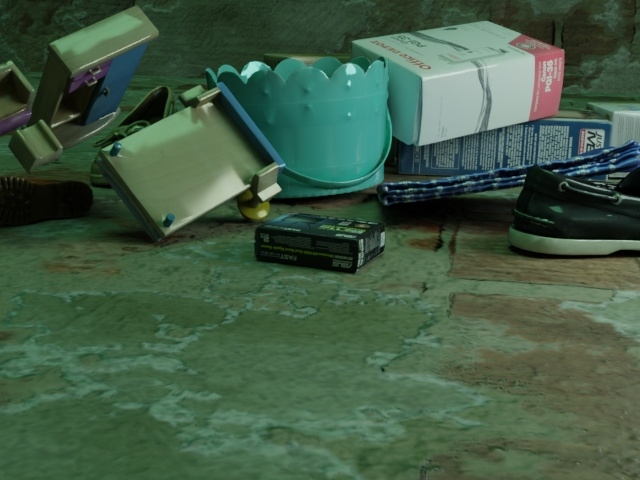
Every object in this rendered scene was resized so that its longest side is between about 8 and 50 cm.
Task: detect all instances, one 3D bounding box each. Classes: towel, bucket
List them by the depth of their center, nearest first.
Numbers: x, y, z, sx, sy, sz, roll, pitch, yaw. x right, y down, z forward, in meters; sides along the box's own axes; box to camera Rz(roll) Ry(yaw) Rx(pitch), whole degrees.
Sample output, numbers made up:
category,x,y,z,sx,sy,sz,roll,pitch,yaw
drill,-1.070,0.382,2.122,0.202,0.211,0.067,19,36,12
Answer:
category,x,y,z,sx,sy,sz,roll,pitch,yaw
towel,0.243,-0.093,1.309,0.336,0.040,0.243,-8,4,3
bucket,-0.027,-0.172,1.430,0.281,0.183,0.281,-4,14,1

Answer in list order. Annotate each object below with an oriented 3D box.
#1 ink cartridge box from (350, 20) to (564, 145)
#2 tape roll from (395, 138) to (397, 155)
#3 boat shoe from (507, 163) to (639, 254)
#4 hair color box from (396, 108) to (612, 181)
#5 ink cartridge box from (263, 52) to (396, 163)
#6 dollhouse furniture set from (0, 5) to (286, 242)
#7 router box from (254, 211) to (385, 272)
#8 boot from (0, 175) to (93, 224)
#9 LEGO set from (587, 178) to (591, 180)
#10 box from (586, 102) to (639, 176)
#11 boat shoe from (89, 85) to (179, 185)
category,x,y,z,sx,sy,sz,roll,pitch,yaw
ink cartridge box,0.214,-0.259,1.554,0.283,0.117,0.207,-14,32,-27
tape roll,0.049,-0.231,1.952,0.392,0.072,0.392,2,14,0
boat shoe,0.387,-0.049,1.151,0.340,0.113,0.127,-1,13,-10
hair color box,0.306,-0.172,1.663,0.347,0.105,0.174,3,15,3
ink cartridge box,0.019,-0.222,1.652,0.234,0.193,0.088,-8,17,-34
dollhouse furniture set,-0.250,-0.083,1.203,0.286,0.303,0.198,-36,-6,-35
router box,0.000,0.000,1.068,0.122,0.038,0.092,7,15,21
boot,-0.379,-0.053,1.225,0.084,0.059,0.158,11,8,44
LEGO set,0.388,-0.085,1.505,0.083,0.023,0.054,-27,27,-37
box,0.535,-0.179,1.693,0.103,0.114,0.203,1,13,3
boat shoe,-0.297,-0.167,1.549,0.104,0.089,0.285,1,26,8
